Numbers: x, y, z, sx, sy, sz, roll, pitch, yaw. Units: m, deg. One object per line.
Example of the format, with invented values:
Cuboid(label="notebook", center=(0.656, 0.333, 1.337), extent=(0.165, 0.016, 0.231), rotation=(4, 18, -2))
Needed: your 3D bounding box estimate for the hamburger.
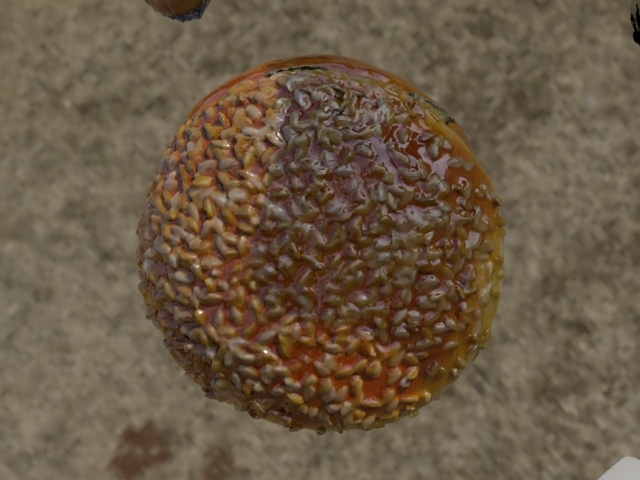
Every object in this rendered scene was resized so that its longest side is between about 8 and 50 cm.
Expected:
Cuboid(label="hamburger", center=(0.000, 0.000, 1.632), extent=(0.330, 0.330, 0.250), rotation=(-37, 15, 7))

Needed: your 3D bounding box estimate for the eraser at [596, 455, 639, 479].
Cuboid(label="eraser", center=(0.098, 0.191, 0.684), extent=(0.046, 0.212, 0.092), rotation=(23, 37, 32))

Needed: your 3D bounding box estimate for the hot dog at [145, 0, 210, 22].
Cuboid(label="hot dog", center=(-0.093, -0.222, 1.256), extent=(0.059, 0.108, 0.191), rotation=(-34, -4, -32))

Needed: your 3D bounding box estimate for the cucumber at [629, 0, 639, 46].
Cuboid(label="cucumber", center=(0.210, -0.136, 0.978), extent=(0.303, 0.081, 0.072), rotation=(155, 135, -85))
